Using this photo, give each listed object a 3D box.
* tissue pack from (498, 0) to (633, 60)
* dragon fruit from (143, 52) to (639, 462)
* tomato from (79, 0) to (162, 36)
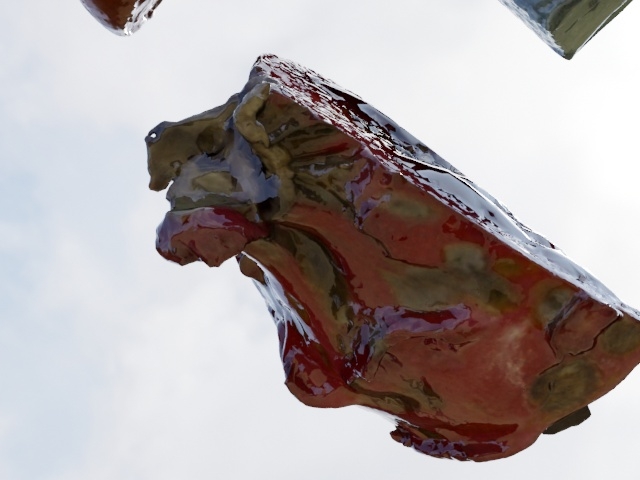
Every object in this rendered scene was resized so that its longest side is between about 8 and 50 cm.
[{"bbox_3d":[0.200,-0.345,1.429,0.228,0.316,0.103,-45,-28,4],"label":"tissue pack"},{"bbox_3d":[0.000,0.000,0.738,0.211,0.262,0.134,32,-82,-43],"label":"dragon fruit"},{"bbox_3d":[-0.111,-0.260,1.082,0.237,0.095,0.237,-56,6,9],"label":"tomato"}]
